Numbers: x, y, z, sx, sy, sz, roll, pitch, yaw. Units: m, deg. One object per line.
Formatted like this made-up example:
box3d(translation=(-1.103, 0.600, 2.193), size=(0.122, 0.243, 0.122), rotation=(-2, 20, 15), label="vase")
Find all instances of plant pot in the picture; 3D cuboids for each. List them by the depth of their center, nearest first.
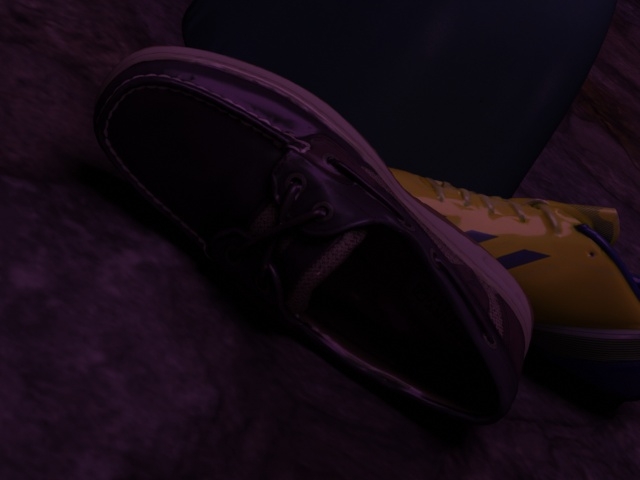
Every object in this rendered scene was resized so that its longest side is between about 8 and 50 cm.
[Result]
box3d(translation=(0.081, -0.185, 0.936), size=(0.293, 0.235, 0.293), rotation=(29, 26, -16), label="plant pot")

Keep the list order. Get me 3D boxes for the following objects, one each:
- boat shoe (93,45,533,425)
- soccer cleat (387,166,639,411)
box3d(translation=(0.000, 0.000, 0.680), size=(0.285, 0.103, 0.092), rotation=(38, 20, -12), label="boat shoe")
box3d(translation=(0.120, 0.005, 0.794), size=(0.289, 0.121, 0.093), rotation=(28, 27, -18), label="soccer cleat")
